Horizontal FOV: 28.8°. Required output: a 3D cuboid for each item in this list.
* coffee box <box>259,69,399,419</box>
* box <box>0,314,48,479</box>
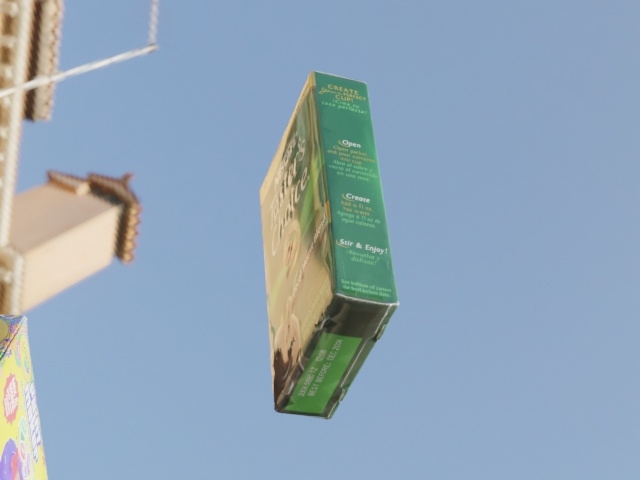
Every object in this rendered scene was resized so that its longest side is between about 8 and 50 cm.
[{"bbox_3d":[0.000,0.000,0.739,0.040,0.184,0.113,10,-44,-16],"label":"coffee box"},{"bbox_3d":[-0.431,0.239,1.243,0.279,0.177,0.290,-1,-66,4],"label":"box"}]
